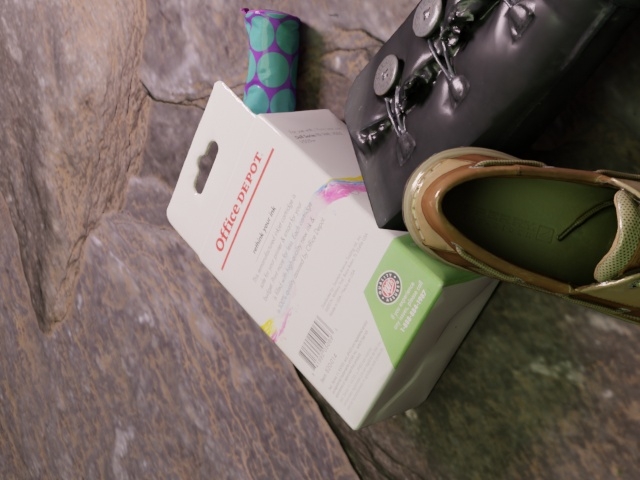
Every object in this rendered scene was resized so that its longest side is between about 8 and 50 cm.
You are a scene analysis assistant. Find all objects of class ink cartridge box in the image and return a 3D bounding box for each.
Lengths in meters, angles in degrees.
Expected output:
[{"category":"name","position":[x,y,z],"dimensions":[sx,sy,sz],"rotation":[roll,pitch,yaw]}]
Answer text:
[{"category":"ink cartridge box","position":[0.000,0.000,1.027],"dimensions":[0.353,0.119,0.207],"rotation":[45,126,28]}]

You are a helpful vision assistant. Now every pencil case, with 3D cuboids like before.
[{"category":"pencil case","position":[-0.060,-0.185,1.095],"dimensions":[0.070,0.064,0.151],"rotation":[10,103,21]}]

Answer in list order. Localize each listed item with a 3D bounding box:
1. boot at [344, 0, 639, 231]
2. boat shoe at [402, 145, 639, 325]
[{"category":"boot","position":[0.166,-0.257,0.827],"dimensions":[0.445,0.146,0.366],"rotation":[124,156,-52]},{"category":"boat shoe","position":[0.222,0.006,0.725],"dimensions":[0.324,0.120,0.122],"rotation":[9,94,1]}]
